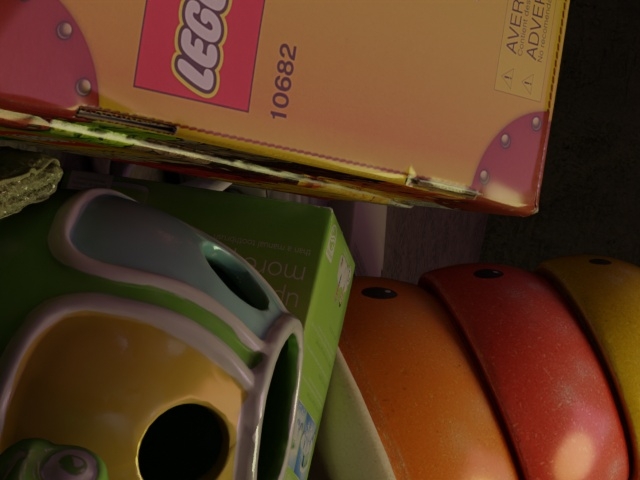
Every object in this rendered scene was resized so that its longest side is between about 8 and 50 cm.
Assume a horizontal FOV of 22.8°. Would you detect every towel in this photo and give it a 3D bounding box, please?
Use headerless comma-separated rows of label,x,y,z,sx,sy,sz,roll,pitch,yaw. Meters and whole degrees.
towel,-0.209,-0.029,0.842,0.148,0.110,0.027,-49,147,-72

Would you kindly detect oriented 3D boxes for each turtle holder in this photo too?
turtle holder,-0.137,0.081,0.913,0.320,0.227,0.243,68,32,-74

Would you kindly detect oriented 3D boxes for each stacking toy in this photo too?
stacking toy,0.205,0.123,1.359,0.350,0.480,0.350,159,-90,-81

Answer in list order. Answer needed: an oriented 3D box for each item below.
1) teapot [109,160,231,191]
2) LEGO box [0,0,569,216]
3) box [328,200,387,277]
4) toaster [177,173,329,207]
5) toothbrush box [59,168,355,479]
teapot,-0.091,-0.140,1.120,0.252,0.187,0.256,-152,-137,-74
LEGO box,-0.036,-0.283,0.847,0.372,0.193,0.500,10,89,-40
box,0.000,0.000,1.573,0.275,0.113,0.094,-79,151,-60
toaster,-0.050,-0.081,1.440,0.146,0.129,0.227,90,13,-47
toothbrush box,-0.109,0.110,1.135,0.122,0.206,0.283,64,38,-68
